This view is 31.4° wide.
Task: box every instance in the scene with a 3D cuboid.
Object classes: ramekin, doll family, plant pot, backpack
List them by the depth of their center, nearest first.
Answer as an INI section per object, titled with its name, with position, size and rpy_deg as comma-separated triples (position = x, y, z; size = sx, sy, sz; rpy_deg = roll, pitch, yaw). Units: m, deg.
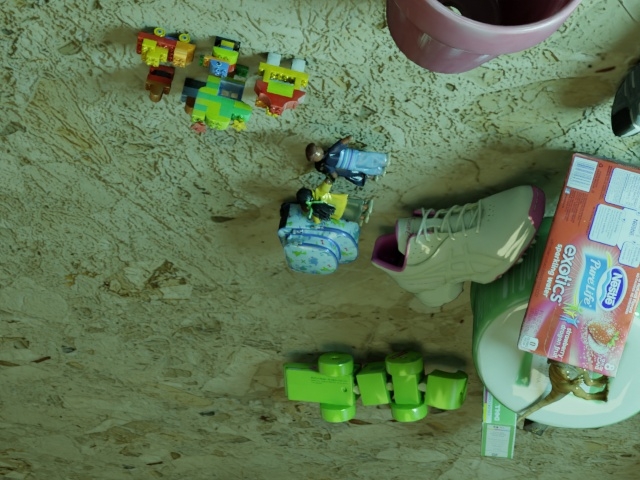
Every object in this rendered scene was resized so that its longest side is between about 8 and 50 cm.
[plant pot]
position = 0.146, -0.259, 1.134
size = 0.201, 0.201, 0.180
rpy_deg = 14, 163, -7
[doll family]
position = 0.021, -0.079, 1.541
size = 0.111, 0.076, 0.193
rpy_deg = 13, 129, -7
[ramekin]
position = 0.358, 0.129, 1.629
size = 0.303, 0.148, 0.303
rpy_deg = 8, 129, 10
[backpack]
position = 0.000, 0.000, 1.669
size = 0.114, 0.084, 0.105
rpy_deg = 1, 149, 9

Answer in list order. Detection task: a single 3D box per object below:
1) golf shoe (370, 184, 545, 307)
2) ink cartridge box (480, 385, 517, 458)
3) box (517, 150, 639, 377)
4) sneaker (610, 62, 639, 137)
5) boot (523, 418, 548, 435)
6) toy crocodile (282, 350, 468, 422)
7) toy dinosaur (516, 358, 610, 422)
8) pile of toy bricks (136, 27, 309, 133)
[golf shoe]
position = 0.186, -0.001, 1.595
size = 0.140, 0.115, 0.306
rpy_deg = 27, 144, -19
[ink cartridge box]
position = 0.319, 0.298, 2.030
size = 0.062, 0.109, 0.209
rpy_deg = 3, 147, 10
[box]
position = 0.343, 0.026, 1.426
size = 0.128, 0.257, 0.122
rpy_deg = 16, -171, 13
[sneaker]
position = 0.433, -0.174, 1.276
size = 0.132, 0.086, 0.229
rpy_deg = 16, 147, -14
[boot]
position = 0.328, 0.260, 1.806
size = 0.037, 0.114, 0.106
rpy_deg = 26, 144, -22
[toy crocodile]
position = 0.093, 0.254, 2.040
size = 0.340, 0.105, 0.115
rpy_deg = -3, 105, 20
[toy dinosaur]
position = 0.336, 0.192, 1.556
size = 0.112, 0.064, 0.211
rpy_deg = 10, 150, 11
[pile of toy bricks]
position = -0.130, -0.177, 1.402
size = 0.212, 0.105, 0.118
rpy_deg = 13, 148, -5
